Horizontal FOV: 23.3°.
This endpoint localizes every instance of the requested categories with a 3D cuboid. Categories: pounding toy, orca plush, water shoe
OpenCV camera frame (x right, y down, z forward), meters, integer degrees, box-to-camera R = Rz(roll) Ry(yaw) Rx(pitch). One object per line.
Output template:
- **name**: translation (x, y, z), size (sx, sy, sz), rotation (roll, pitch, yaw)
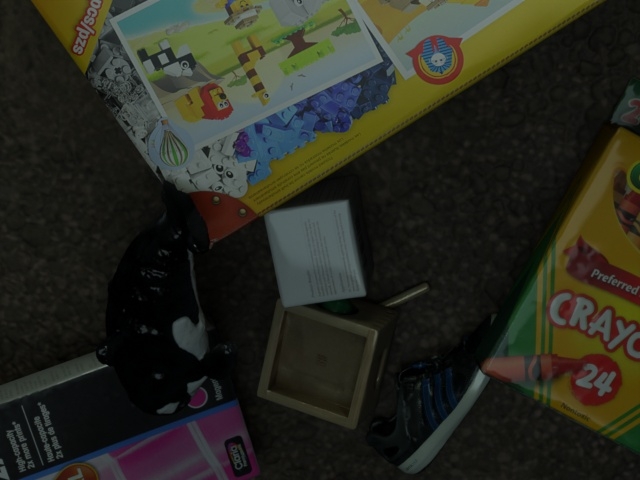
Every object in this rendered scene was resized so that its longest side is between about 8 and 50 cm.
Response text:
- **pounding toy**: translation (0.025, 0.101, 1.584), size (0.130, 0.100, 0.141), rotation (18, 108, 16)
- **orca plush**: translation (-0.156, 0.085, 1.440), size (0.151, 0.102, 0.287), rotation (41, 143, 7)
- **water shoe**: translation (0.116, 0.151, 1.592), size (0.080, 0.073, 0.203), rotation (30, 109, -2)

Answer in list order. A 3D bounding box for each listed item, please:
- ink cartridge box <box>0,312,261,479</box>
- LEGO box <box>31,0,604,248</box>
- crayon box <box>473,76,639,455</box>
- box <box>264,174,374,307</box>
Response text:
- **ink cartridge box**: translation (-0.260, 0.219, 1.599), size (0.370, 0.069, 0.176), rotation (-19, 107, -8)
- **LEGO box**: translation (0.010, -0.290, 1.385), size (0.500, 0.193, 0.372), rotation (-32, 102, 16)
- **crayon box**: translation (0.311, 0.028, 1.490), size (0.202, 0.081, 0.319), rotation (27, 96, -4)
- **box**: translation (0.000, 0.000, 1.536), size (0.087, 0.102, 0.101), rotation (-9, 105, 9)
